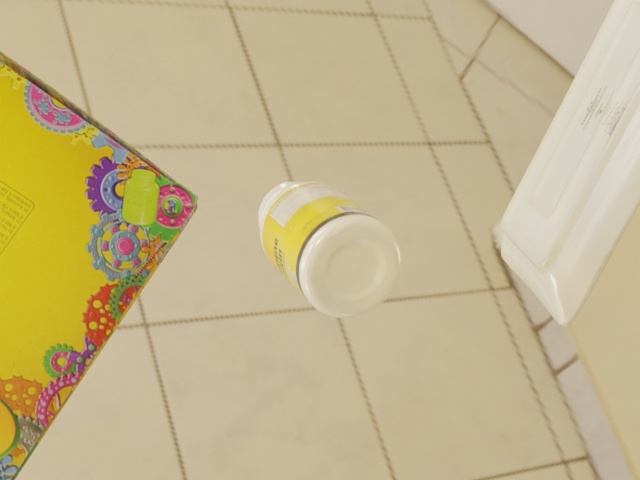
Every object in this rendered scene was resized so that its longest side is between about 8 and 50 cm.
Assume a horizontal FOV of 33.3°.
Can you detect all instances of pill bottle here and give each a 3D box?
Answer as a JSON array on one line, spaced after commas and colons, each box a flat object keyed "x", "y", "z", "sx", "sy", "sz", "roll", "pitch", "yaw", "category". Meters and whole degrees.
[{"x": 0.000, "y": 0.000, "z": 1.067, "sx": 0.103, "sy": 0.103, "sz": 0.184, "roll": 8, "pitch": 15, "yaw": -23, "category": "pill bottle"}]

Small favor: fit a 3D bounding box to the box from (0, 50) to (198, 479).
[{"x": -0.257, "y": -0.013, "z": 0.575, "sx": 0.290, "sy": 0.279, "sz": 0.177, "roll": 35, "pitch": 73, "yaw": -11, "category": "box"}]

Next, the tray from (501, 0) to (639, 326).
[{"x": 0.198, "y": -0.085, "z": 0.740, "sx": 0.030, "sy": 0.270, "sz": 0.145, "roll": 20, "pitch": 16, "yaw": -17, "category": "tray"}]
